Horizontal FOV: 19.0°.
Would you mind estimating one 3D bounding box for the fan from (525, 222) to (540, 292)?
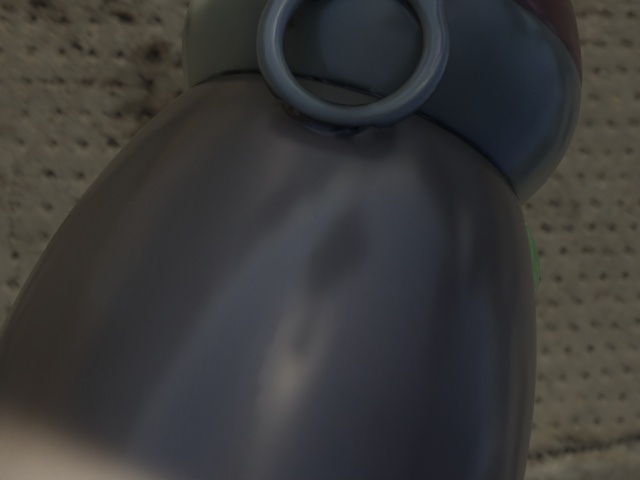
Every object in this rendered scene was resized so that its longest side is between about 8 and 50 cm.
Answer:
[{"bbox_3d":[0.057,-0.006,0.668,0.060,0.003,0.080,25,63,-33],"label":"fan"}]

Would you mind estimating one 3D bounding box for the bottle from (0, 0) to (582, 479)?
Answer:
[{"bbox_3d":[0.000,0.000,0.531,0.147,0.147,0.237,33,67,-34],"label":"bottle"}]
